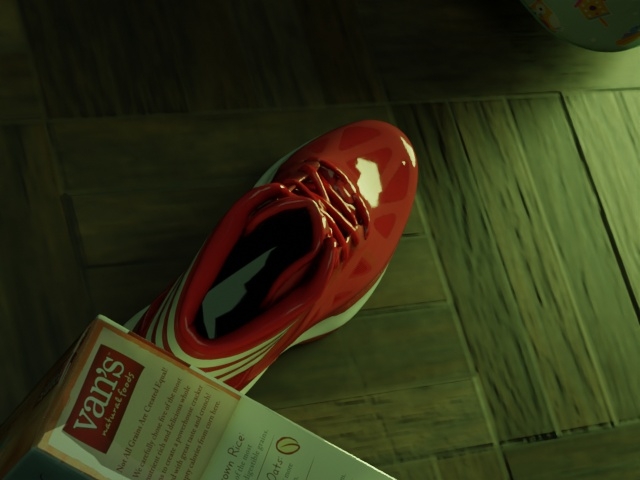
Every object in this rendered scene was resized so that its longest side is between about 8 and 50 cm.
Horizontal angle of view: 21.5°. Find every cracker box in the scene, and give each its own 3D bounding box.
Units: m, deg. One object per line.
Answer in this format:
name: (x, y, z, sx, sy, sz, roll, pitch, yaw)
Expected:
cracker box: (-0.028, 0.137, 0.688, 0.232, 0.156, 0.067, 30, 55, -12)

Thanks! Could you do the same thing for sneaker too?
sneaker: (0.000, 0.000, 0.789, 0.087, 0.128, 0.221, 42, 55, -4)

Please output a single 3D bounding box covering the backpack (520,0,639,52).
backpack: (0.161, -0.210, 0.976, 0.166, 0.144, 0.188, -32, 86, -41)
